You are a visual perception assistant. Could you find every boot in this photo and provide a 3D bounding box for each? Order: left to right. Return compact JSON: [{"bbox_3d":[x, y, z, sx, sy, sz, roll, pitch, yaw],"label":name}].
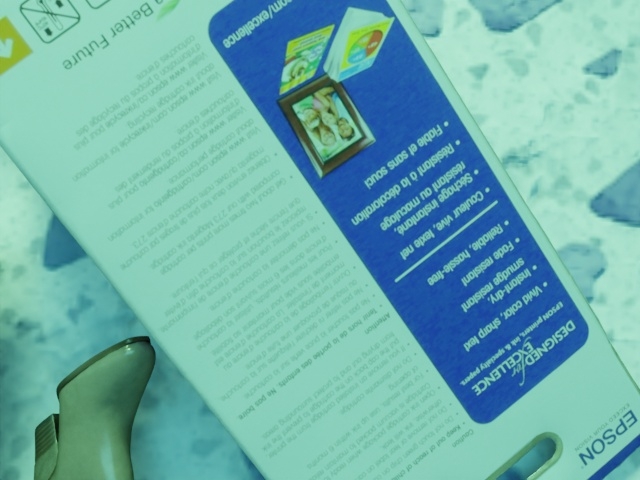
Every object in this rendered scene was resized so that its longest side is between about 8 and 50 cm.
[{"bbox_3d":[-0.101,0.110,0.521,0.042,0.118,0.087,2,56,-39],"label":"boot"}]

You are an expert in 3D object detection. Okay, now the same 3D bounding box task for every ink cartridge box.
[{"bbox_3d":[0.000,0.000,0.518,0.175,0.069,0.371,-38,107,-8],"label":"ink cartridge box"}]
